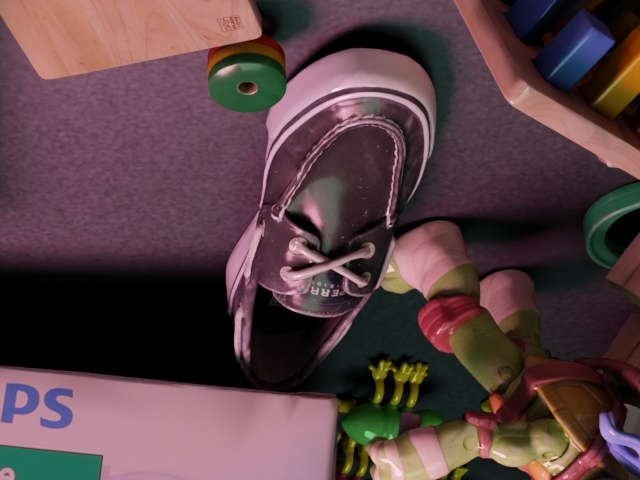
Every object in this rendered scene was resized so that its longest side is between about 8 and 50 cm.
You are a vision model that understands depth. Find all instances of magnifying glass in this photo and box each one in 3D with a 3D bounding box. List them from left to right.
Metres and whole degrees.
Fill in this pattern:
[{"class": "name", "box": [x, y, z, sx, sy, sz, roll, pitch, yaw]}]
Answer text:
[{"class": "magnifying glass", "box": [0.298, -0.014, 1.125, 0.231, 0.026, 0.092, -7, 145, 4]}]

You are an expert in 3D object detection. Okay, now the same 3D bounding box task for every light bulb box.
[{"class": "light bulb box", "box": [-0.177, 0.282, 1.159, 0.358, 0.361, 0.225, 5, 166, -1]}]

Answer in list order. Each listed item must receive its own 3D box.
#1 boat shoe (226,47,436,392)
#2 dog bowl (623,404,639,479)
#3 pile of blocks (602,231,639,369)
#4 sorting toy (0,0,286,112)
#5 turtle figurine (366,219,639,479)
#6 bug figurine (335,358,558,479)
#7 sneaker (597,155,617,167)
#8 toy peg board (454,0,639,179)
[{"class": "boat shoe", "box": [0.000, 0.000, 1.056, 0.108, 0.102, 0.301, 9, 144, -16]}, {"class": "dog bowl", "box": [0.358, 0.176, 1.141, 0.349, 0.348, 0.102, -15, 147, 17]}, {"class": "pile of blocks", "box": [0.323, 0.002, 1.018, 0.362, 0.149, 0.113, -33, 127, 26]}, {"class": "sorting toy", "box": [-0.114, -0.160, 0.865, 0.132, 0.046, 0.274, -10, 145, 11]}, {"class": "turtle figurine", "box": [0.102, 0.140, 1.101, 0.198, 0.266, 0.274, 1, 133, -19]}, {"class": "bug figurine", "box": [0.096, 0.190, 1.367, 0.216, 0.072, 0.279, 11, 144, -18]}, {"class": "sneaker", "box": [0.255, -0.070, 0.968, 0.186, 0.084, 0.069, -9, 114, 14]}, {"class": "toy peg board", "box": [0.155, -0.115, 0.867, 0.161, 0.161, 0.079, 25, 119, -34]}]
